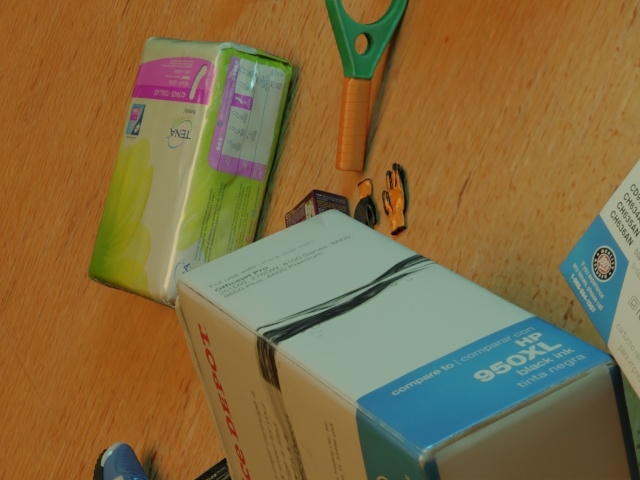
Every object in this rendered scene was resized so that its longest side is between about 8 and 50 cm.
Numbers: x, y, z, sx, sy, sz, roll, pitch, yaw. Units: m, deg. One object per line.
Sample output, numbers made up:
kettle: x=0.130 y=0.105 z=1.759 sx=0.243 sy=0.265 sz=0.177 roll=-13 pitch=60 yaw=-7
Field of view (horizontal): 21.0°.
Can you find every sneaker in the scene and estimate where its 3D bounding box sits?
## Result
sneaker: x=-0.191 y=0.302 z=1.886 sx=0.081 sy=0.080 sz=0.211 roll=-37 pitch=46 yaw=17

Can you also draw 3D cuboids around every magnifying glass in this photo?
magnifying glass: x=0.040 y=-0.183 z=1.697 sx=0.026 sy=0.092 sz=0.231 roll=17 pitch=103 yaw=54

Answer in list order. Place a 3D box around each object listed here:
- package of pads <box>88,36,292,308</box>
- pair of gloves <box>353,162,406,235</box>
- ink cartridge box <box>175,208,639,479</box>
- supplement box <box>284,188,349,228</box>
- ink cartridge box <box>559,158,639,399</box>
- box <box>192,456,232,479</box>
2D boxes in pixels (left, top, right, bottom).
package of pads: x=-0.145 y=-0.074 z=1.918 sx=0.229 sy=0.101 sz=0.297 roll=14 pitch=91 yaw=60
pair of gloves: x=0.056 y=-0.033 z=1.669 sx=0.083 sy=0.010 sz=0.074 roll=-30 pitch=54 yaw=50
ink cartridge box: x=0.068 y=0.174 z=1.310 sx=0.395 sy=0.166 sz=0.286 roll=30 pitch=140 yaw=57
supplement box: x=0.000 y=0.000 z=1.713 sx=0.055 sy=0.043 sz=0.083 roll=-41 pitch=47 yaw=43
ink cartridge box: x=0.308 y=0.001 z=1.111 sx=0.233 sy=0.168 sz=0.171 roll=-57 pitch=36 yaw=27
box: x=-0.062 y=0.290 z=1.692 sx=0.220 sy=0.051 sz=0.175 roll=-40 pitch=47 yaw=43
